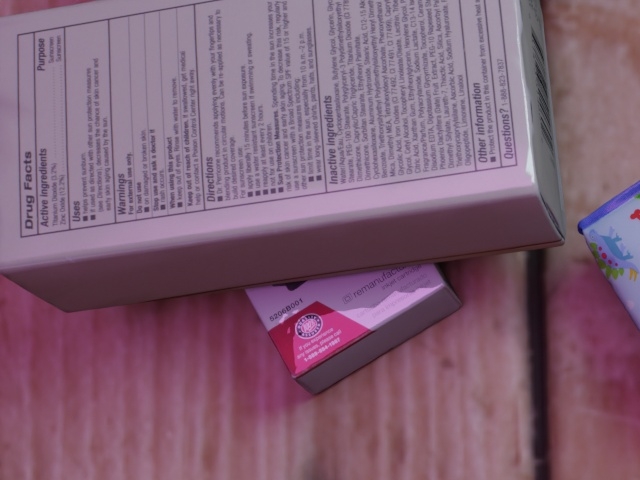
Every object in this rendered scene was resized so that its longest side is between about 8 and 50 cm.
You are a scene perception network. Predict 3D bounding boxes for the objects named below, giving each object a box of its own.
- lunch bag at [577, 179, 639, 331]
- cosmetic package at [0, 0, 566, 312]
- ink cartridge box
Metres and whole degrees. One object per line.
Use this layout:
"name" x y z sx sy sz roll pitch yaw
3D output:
"lunch bag" 0.246 0.007 1.101 0.151 0.096 0.129 -36 70 15
"cosmetic package" -0.025 -0.063 1.112 0.309 0.113 0.160 -7 72 14
"ink cartridge box" 0.000 0.000 1.183 0.109 0.063 0.150 -32 71 5
